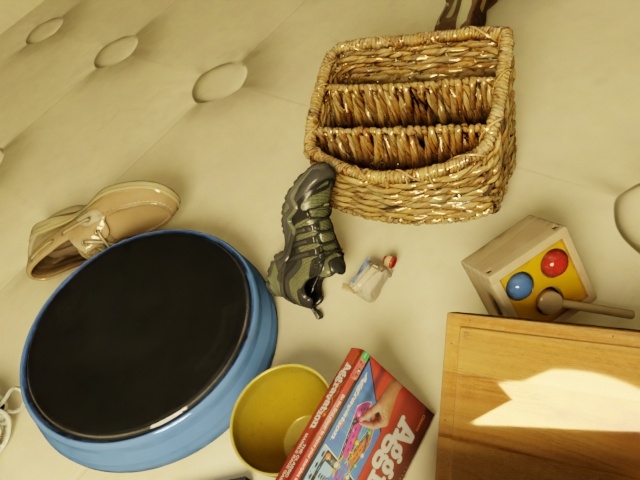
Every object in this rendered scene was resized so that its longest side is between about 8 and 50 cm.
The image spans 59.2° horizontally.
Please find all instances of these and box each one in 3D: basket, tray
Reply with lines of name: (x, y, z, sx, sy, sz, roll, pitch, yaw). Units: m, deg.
basket: (0.124, -0.166, 0.838, 0.300, 0.222, 0.213, 7, 42, 28)
tray: (0.323, 0.188, 0.529, 0.412, 0.076, 0.202, 3, 85, 25)

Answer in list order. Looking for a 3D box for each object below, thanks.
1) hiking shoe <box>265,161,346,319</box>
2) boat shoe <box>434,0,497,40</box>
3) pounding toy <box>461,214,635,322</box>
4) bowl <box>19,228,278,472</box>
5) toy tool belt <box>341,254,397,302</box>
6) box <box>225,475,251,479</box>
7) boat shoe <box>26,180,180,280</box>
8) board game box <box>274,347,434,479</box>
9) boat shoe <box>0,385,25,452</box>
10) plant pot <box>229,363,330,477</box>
hiking shoe: (0.000, 0.000, 0.828, 0.114, 0.226, 0.086, 28, 27, 27)
boat shoe: (0.298, -0.498, 1.143, 0.095, 0.095, 0.257, 8, 57, 36)
pounding toy: (0.275, 0.058, 0.687, 0.130, 0.141, 0.100, -34, 19, -4)
bowl: (-0.262, 0.142, 0.854, 0.392, 0.077, 0.390, -7, 50, 8)
toy tool belt: (0.071, 0.048, 0.832, 0.051, 0.052, 0.083, 24, 65, 27)
box: (-0.137, 0.378, 0.675, 0.116, 0.029, 0.162, -16, 47, 13)
boat shoe: (-0.408, -0.008, 1.057, 0.341, 0.121, 0.110, -20, 52, 22)
board game box: (0.017, 0.275, 0.613, 0.027, 0.145, 0.281, -1, 49, 54)
boat shoe: (-0.547, 0.282, 0.882, 0.157, 0.135, 0.367, -36, 38, -10)
plant pot: (-0.030, 0.234, 0.697, 0.134, 0.095, 0.134, -12, 50, 15)
